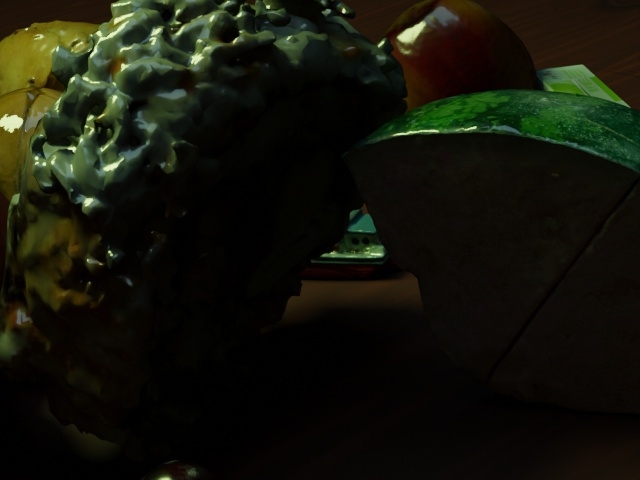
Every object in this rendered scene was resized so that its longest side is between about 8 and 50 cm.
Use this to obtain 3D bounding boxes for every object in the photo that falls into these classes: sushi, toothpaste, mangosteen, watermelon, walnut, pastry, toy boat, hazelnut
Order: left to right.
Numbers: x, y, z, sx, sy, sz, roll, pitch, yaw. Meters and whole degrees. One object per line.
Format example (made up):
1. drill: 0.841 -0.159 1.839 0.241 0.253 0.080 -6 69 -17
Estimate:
1. walnut: -0.300 -0.060 1.512 0.167 0.207 0.167 5 22 -2
2. pastry: -0.233 -0.148 1.665 0.311 0.161 0.255 5 -17 -11
3. mangosteen: -0.099 0.194 1.009 0.081 0.081 0.081 -9 24 4
4. sushi: -0.086 -0.033 1.148 0.176 0.417 0.417 33 42 21
5. toy boat: 0.000 0.000 1.432 0.173 0.058 0.069 2 26 26
6. hazelnut: 0.157 -0.176 1.634 0.208 0.208 0.208 -9 24 4
7. toothpaste: 0.299 -0.100 1.511 0.067 0.081 0.336 -8 24 -5
8. watermelon: 0.234 -0.016 1.123 0.319 0.292 0.222 -7 26 31

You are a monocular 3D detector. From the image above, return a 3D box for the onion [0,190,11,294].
1. onion: -0.405 0.038 1.170 0.341 0.341 0.341 -9 24 4
